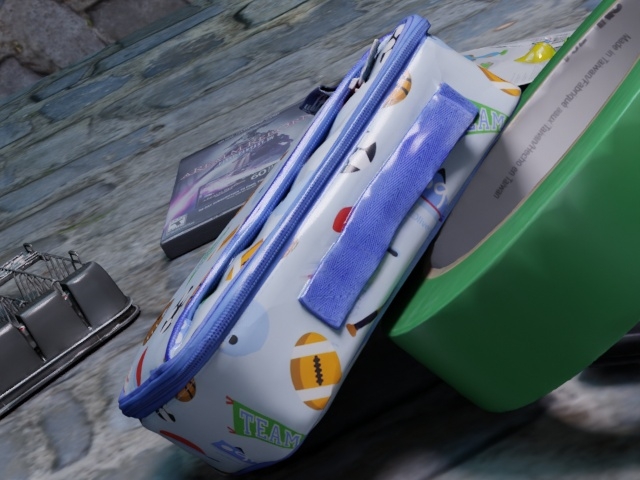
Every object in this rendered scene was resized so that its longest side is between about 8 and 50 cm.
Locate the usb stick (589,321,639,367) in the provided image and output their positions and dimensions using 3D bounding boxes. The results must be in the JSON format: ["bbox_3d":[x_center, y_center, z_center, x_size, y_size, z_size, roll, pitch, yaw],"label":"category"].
[{"bbox_3d":[0.257,0.029,0.690,0.278,0.045,0.077,-11,18,41],"label":"usb stick"}]

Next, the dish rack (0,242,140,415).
[{"bbox_3d":[-0.316,0.086,1.285,0.208,0.074,0.271,-36,19,-22],"label":"dish rack"}]

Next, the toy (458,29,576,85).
[{"bbox_3d":[0.132,-0.139,1.257,0.237,0.056,0.137,-13,21,25],"label":"toy"}]

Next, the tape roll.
[{"bbox_3d":[0.161,-0.051,0.762,0.321,0.077,0.321,-52,4,5],"label":"tape roll"}]

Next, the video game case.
[{"bbox_3d":[-0.073,-0.079,1.429,0.196,0.026,0.274,-25,21,8],"label":"video game case"}]

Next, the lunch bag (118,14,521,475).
[{"bbox_3d":[0.000,0.000,0.841,0.303,0.115,0.243,-58,6,-23],"label":"lunch bag"}]
